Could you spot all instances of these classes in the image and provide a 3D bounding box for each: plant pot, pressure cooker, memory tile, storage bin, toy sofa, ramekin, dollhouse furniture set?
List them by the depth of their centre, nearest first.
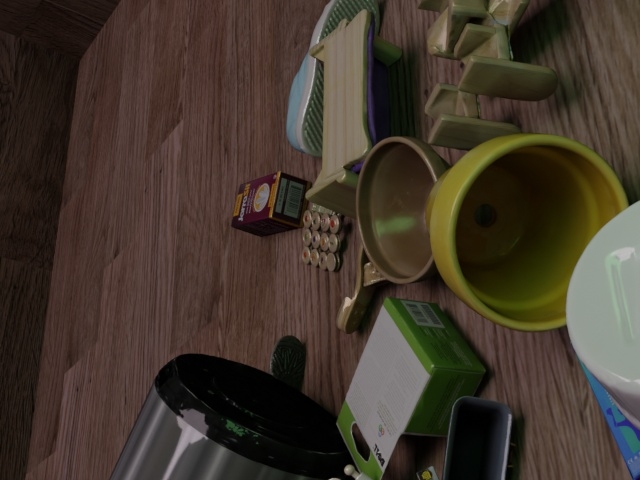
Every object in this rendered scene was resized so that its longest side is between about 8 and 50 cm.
[{"bbox_3d":[0.402,0.075,1.087,0.277,0.135,0.277,-25,47,30],"label":"ramekin"},{"bbox_3d":[0.257,-0.024,1.384,0.239,0.254,0.254,-140,71,-76],"label":"plant pot"},{"bbox_3d":[0.217,0.293,1.414,0.091,0.098,0.135,110,170,-75],"label":"storage bin"},{"bbox_3d":[0.329,-0.382,1.538,0.394,0.256,0.362,113,160,-56],"label":"dollhouse furniture set"},{"bbox_3d":[0.164,-0.052,1.633,0.237,0.109,0.237,15,108,57],"label":"plant pot"},{"bbox_3d":[-0.179,0.446,1.706,0.420,0.369,0.375,-64,26,6],"label":"pressure cooker"},{"bbox_3d":[0.084,-0.232,1.866,0.177,0.150,0.363,-31,48,43],"label":"toy sofa"},{"bbox_3d":[0.000,0.000,1.986,0.148,0.012,0.113,13,102,61],"label":"memory tile"}]

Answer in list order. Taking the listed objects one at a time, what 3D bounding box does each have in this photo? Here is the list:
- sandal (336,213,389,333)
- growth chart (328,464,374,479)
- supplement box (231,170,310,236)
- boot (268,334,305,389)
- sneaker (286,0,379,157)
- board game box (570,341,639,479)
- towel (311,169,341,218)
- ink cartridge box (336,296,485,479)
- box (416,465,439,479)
[{"bbox_3d":[0.106,0.064,1.763,0.079,0.088,0.240,28,108,29],"label":"sandal"},{"bbox_3d":[0.047,0.470,1.541,0.237,0.172,0.021,-62,-5,14],"label":"growth chart"},{"bbox_3d":[-0.108,-0.076,2.175,0.188,0.080,0.104,-12,64,58],"label":"supplement box"},{"bbox_3d":[-0.114,0.291,2.001,0.208,0.076,0.190,-26,50,61],"label":"boot"},{"bbox_3d":[0.003,-0.357,2.094,0.150,0.135,0.366,19,89,59],"label":"sneaker"},{"bbox_3d":[0.401,0.159,1.205,0.160,0.047,0.210,-51,36,32],"label":"board game box"},{"bbox_3d":[0.023,-0.101,2.021,0.110,0.027,0.148,4,77,61],"label":"towel"},{"bbox_3d":[0.130,0.245,1.575,0.255,0.097,0.189,-70,28,24],"label":"ink cartridge box"},{"bbox_3d":[0.174,0.388,1.389,0.027,0.137,0.094,-23,38,-1],"label":"box"}]
